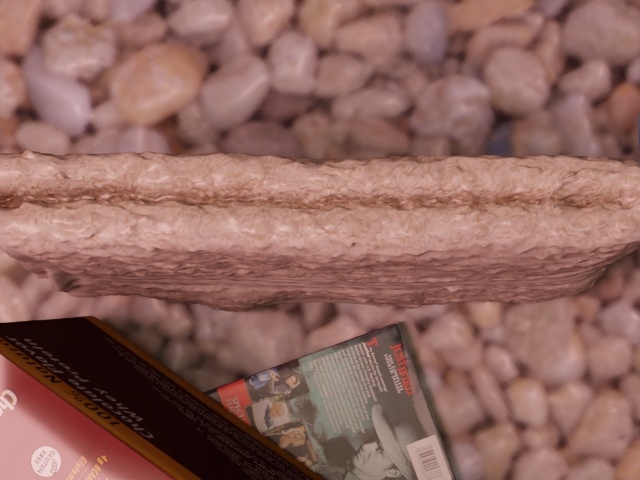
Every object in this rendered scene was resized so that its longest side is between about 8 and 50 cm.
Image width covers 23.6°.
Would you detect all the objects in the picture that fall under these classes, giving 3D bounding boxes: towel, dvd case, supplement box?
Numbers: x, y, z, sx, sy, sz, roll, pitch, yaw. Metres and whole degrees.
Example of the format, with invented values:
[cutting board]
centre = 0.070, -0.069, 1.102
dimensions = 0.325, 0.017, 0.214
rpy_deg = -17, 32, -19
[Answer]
[towel]
centre = 0.000, 0.000, 0.681
dimensions = 0.282, 0.187, 0.049
rpy_deg = 0, 82, 1
[dvd case]
centre = -0.002, 0.101, 0.760
dimensions = 0.119, 0.013, 0.087
rpy_deg = -21, 86, 0
[supplement box]
centre = -0.083, 0.138, 0.656
dimensions = 0.191, 0.194, 0.129
rpy_deg = 35, 92, 6

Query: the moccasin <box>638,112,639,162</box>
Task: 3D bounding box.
[moccasin]
centre = 0.266, 0.054, 0.668
dimensions = 0.138, 0.117, 0.342
rpy_deg = -37, 104, 2
